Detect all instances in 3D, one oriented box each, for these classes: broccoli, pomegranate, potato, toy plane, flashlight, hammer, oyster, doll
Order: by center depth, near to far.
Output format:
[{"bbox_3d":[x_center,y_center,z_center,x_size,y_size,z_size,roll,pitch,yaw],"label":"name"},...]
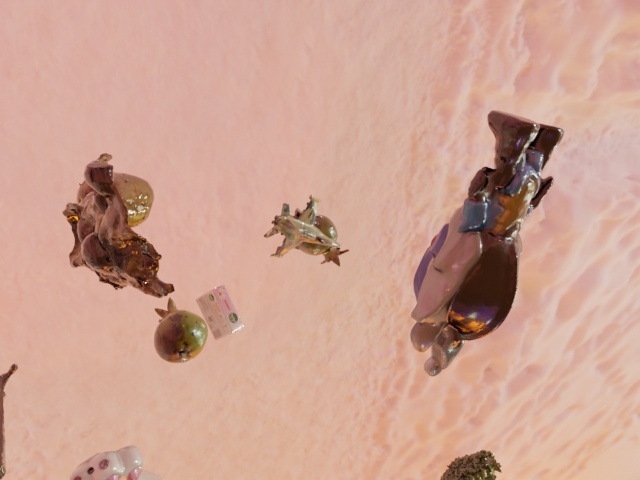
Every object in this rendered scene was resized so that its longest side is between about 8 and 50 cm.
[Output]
[{"bbox_3d":[0.107,0.014,0.333,0.095,0.070,0.195,-1,115,-37],"label":"doll"},{"bbox_3d":[-0.247,0.316,0.616,0.093,0.047,0.201,-30,148,-18],"label":"flashlight"},{"bbox_3d":[-0.351,-0.014,0.781,0.096,0.361,0.222,-18,101,-33],"label":"oyster"},{"bbox_3d":[0.323,0.537,0.970,0.194,0.194,0.219,-50,168,15],"label":"broccoli"},{"bbox_3d":[-0.649,0.367,0.979,0.125,0.297,0.027,-51,129,-7],"label":"hammer"},{"bbox_3d":[-0.462,-0.089,1.093,0.137,0.137,0.175,-52,155,17],"label":"potato"},{"bbox_3d":[-0.034,-0.022,1.274,0.192,0.088,0.261,-55,147,12],"label":"toy plane"},{"bbox_3d":[-0.421,0.260,1.405,0.156,0.220,0.156,-36,146,-30],"label":"pomegranate"},{"bbox_3d":[0.001,-0.006,1.563,0.148,0.148,0.169,-45,122,10],"label":"pomegranate"}]

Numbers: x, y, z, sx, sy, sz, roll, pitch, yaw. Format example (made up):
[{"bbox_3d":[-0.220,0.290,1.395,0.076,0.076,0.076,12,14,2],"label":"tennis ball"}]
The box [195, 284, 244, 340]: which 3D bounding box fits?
[{"bbox_3d":[-0.263,0.188,1.264,0.089,0.125,0.043,-27,178,41],"label":"box"}]
